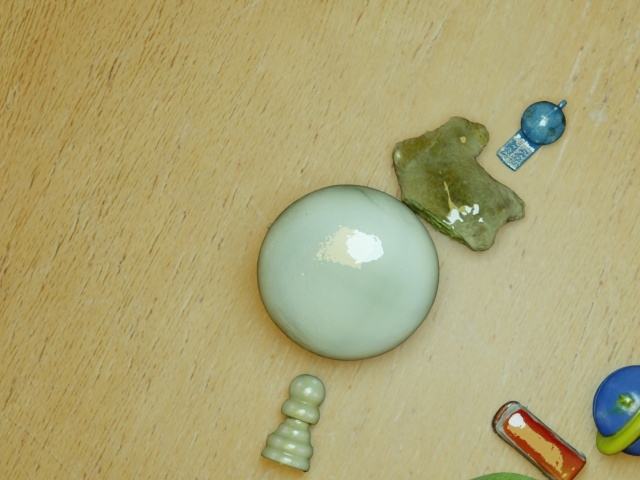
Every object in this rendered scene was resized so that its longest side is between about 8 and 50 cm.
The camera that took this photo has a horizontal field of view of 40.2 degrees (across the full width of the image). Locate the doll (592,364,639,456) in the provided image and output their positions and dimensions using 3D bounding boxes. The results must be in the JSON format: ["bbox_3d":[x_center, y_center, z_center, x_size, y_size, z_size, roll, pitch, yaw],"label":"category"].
[{"bbox_3d":[0.609,0.284,1.490,0.242,0.159,0.311,39,85,13],"label":"doll"}]

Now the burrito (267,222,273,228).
[{"bbox_3d":[0.000,0.000,1.674,0.225,0.060,0.087,3,90,7],"label":"burrito"}]

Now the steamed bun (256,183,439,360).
[{"bbox_3d":[0.047,0.060,1.544,0.324,0.206,0.324,1,103,4],"label":"steamed bun"}]

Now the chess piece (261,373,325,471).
[{"bbox_3d":[-0.038,0.333,1.621,0.094,0.094,0.171,18,77,11],"label":"chess piece"}]

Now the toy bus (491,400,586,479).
[{"bbox_3d":[0.386,0.360,1.552,0.174,0.077,0.079,40,88,12],"label":"toy bus"}]

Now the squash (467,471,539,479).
[{"bbox_3d":[0.273,0.532,1.572,0.260,0.189,0.189,-19,76,-31],"label":"squash"}]

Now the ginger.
[{"bbox_3d":[0.257,-0.112,1.622,0.275,0.130,0.221,29,77,6],"label":"ginger"}]

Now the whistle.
[{"bbox_3d":[0.403,-0.206,1.635,0.158,0.090,0.090,-45,78,-1],"label":"whistle"}]
